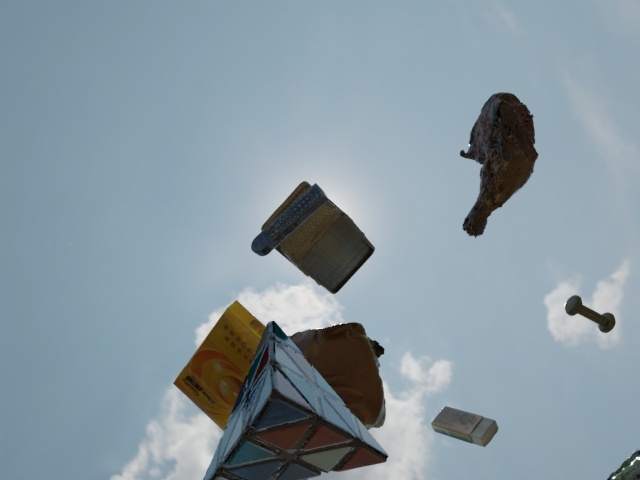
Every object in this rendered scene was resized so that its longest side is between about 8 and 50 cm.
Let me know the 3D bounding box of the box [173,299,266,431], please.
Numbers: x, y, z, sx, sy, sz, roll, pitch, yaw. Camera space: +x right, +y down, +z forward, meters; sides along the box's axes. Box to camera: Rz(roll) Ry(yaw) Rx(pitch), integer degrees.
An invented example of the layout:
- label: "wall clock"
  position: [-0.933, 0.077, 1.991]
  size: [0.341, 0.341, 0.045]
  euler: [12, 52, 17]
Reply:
- label: "box"
  position: [-0.172, 0.249, 1.166]
  size: [0.152, 0.269, 0.043]
  euler: [43, -144, 5]

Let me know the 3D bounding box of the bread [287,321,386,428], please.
- label: "bread"
  position: [0.025, 0.330, 1.418]
  size: [0.225, 0.278, 0.250]
  euler: [38, -140, -59]

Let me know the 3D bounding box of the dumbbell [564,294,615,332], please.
- label: "dumbbell"
  position: [0.624, 0.170, 1.402]
  size: [0.117, 0.046, 0.052]
  euler: [27, -144, -9]

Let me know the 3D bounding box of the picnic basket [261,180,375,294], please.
- label: "picnic basket"
  position: [0.000, 0.000, 1.418]
  size: [0.165, 0.139, 0.266]
  euler: [-48, -31, -1]

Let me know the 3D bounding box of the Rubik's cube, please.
- label: "Rubik's cube"
  position: [0.006, 0.260, 0.849]
  size: [0.234, 0.250, 0.284]
  euler: [26, -118, -8]

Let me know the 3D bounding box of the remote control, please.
- label: "remote control"
  position: [-0.052, -0.031, 0.989]
  size: [0.152, 0.043, 0.027]
  euler: [-42, -53, 10]

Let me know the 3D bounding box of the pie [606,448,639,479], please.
- label: "pie"
  position: [0.604, 0.505, 1.079]
  size: [0.066, 0.302, 0.303]
  euler: [20, -99, -10]

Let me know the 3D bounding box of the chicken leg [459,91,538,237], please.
- label: "chicken leg"
  position: [0.370, -0.170, 1.293]
  size: [0.082, 0.177, 0.323]
  euler: [18, -116, -35]

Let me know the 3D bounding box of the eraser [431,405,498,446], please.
- label: "eraser"
  position: [0.189, 0.244, 0.797]
  size: [0.038, 0.083, 0.019]
  euler: [-36, -70, -33]
